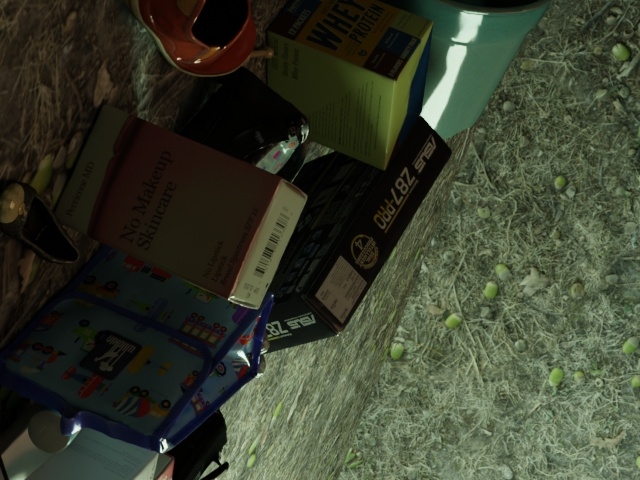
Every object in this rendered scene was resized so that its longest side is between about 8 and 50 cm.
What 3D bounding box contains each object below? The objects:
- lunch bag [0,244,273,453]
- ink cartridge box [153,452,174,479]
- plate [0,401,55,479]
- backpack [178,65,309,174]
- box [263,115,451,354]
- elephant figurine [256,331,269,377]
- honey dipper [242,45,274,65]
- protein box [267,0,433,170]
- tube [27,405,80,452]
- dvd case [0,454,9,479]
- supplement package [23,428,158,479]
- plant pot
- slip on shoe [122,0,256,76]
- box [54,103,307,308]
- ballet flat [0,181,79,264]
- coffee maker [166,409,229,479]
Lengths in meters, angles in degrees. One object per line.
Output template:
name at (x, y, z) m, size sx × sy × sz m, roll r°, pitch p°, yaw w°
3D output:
lunch bag at (-0.223, 0.140, 1.527) m, size 0.293 × 0.221 × 0.138 m, roll -48°, pitch 156°, yaw -53°
ink cartridge box at (-0.282, 0.356, 1.831) m, size 0.072 × 0.127 × 0.175 m, roll -49°, pitch 157°, yaw -47°
plate at (-0.406, 0.348, 1.545) m, size 0.278 × 0.045 × 0.277 m, roll -51°, pitch 159°, yaw -48°
backpack at (-0.114, -0.116, 1.689) m, size 0.182 × 0.152 × 0.115 m, roll -49°, pitch 154°, yaw -7°
box at (0.000, 0.000, 2.039) m, size 0.318 × 0.097 × 0.395 m, roll -18°, pitch -147°, yaw 50°
elephant figurine at (-0.204, 0.158, 1.796) m, size 0.239 × 0.186 × 0.169 m, roll -24°, pitch 104°, yaw -33°
honey dipper at (-0.094, -0.255, 1.775) m, size 0.161 × 0.030 × 0.030 m, roll -31°, pitch 142°, yaw -69°
protein box at (0.040, -0.246, 1.918) m, size 0.136 × 0.201 × 0.200 m, roll -57°, pitch 163°, yaw -33°
tube at (-0.285, 0.192, 1.570) m, size 0.080 × 0.052 × 0.207 m, roll -42°, pitch -178°, yaw 18°
dvd case at (-0.389, 0.286, 1.357) m, size 0.180 × 0.022 × 0.253 m, roll -46°, pitch 130°, yaw -54°
supplement package at (-0.294, 0.324, 1.610) m, size 0.179 × 0.105 × 0.105 m, roll -41°, pitch 151°, yaw -59°
plant pot at (0.190, -0.361, 2.098) m, size 0.341 × 0.341 × 0.334 m, roll -55°, pitch 169°, yaw -40°
slip on shoe at (-0.128, -0.255, 1.509) m, size 0.331 × 0.101 × 0.123 m, roll 33°, pitch 79°, yaw -77°
box at (-0.156, -0.037, 1.475) m, size 0.148 × 0.232 × 0.127 m, roll -67°, pitch 165°, yaw -2°
ballet flat at (-0.296, -0.019, 1.369) m, size 0.057 × 0.049 × 0.173 m, roll -65°, pitch 165°, yaw -11°
coffee maker at (-0.235, 0.332, 2.039) m, size 0.178 × 0.120 × 0.171 m, roll -52°, pitch 136°, yaw -49°
